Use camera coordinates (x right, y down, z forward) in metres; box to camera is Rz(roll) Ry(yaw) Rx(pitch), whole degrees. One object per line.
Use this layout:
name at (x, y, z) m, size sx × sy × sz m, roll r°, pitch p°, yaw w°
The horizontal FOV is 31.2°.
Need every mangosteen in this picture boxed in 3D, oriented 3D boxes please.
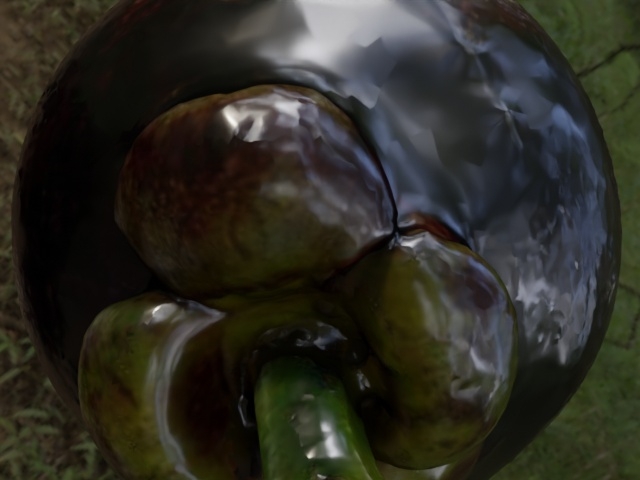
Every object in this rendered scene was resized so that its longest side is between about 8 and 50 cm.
mangosteen at (-0.009, -0.007, 0.537) m, size 0.297 × 0.297 × 0.313 m, roll 66°, pitch 13°, yaw 18°
